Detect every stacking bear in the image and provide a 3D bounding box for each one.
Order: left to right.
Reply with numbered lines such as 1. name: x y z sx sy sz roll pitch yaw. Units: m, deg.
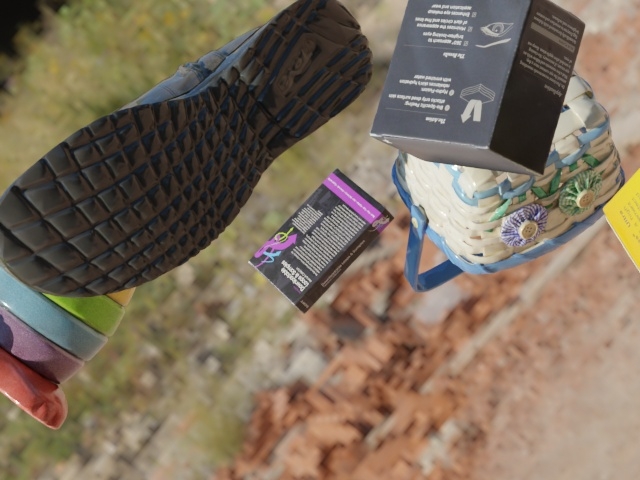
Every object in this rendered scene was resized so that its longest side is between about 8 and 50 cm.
1. stacking bear: -0.256 0.025 1.937 0.289 0.175 0.164 -53 6 -3

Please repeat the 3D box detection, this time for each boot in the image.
1. boot: -0.127 -0.051 1.388 0.338 0.118 0.223 -33 9 -30

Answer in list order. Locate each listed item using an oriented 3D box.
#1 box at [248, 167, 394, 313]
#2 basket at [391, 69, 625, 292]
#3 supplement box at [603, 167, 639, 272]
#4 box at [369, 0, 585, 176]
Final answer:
1. box: 0.000 0.000 2.268 0.162 0.029 0.116 -45 43 -2
2. basket: 0.203 -0.063 2.073 0.255 0.201 0.289 -30 -22 -10
3. supplement box: 0.436 -0.055 1.623 0.194 0.195 0.356 -22 -17 -25
4. box: 0.150 -0.154 1.785 0.156 0.093 0.158 11 82 46
